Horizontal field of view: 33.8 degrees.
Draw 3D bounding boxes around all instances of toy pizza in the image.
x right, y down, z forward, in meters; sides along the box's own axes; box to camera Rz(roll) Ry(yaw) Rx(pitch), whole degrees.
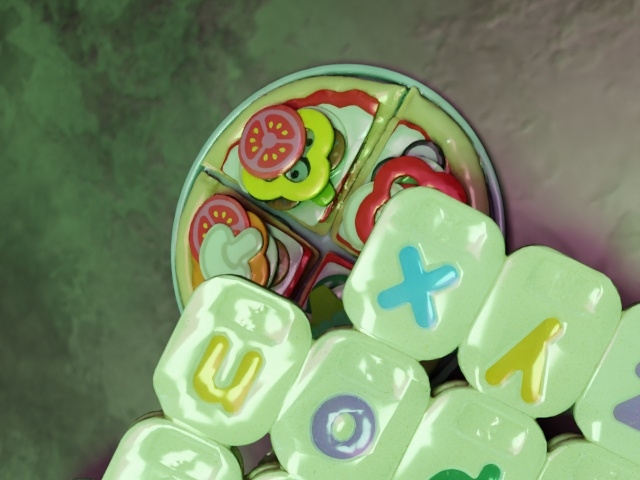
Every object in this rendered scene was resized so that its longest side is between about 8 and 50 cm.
[{"bbox_3d":[0.000,0.000,0.573,0.201,0.032,0.201,-3,82,24],"label":"toy pizza"}]

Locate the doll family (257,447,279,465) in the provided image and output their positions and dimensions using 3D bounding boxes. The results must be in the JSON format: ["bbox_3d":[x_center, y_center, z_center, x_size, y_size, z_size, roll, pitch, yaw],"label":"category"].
[{"bbox_3d":[0.000,0.162,0.524,0.111,0.076,0.193,47,105,12],"label":"doll family"}]

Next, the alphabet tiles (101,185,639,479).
[{"bbox_3d":[0.049,0.130,0.470,0.284,0.021,0.278,25,95,-3],"label":"alphabet tiles"}]

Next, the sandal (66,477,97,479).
[{"bbox_3d":[-0.120,0.337,0.544,0.169,0.102,0.416,-27,58,55],"label":"sandal"}]
